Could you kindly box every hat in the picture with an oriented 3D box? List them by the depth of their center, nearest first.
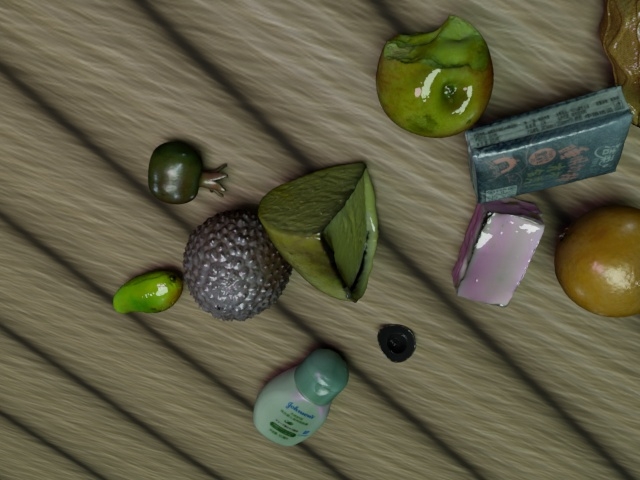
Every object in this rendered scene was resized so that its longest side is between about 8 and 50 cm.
[{"bbox_3d":[0.215,0.299,1.520,0.121,0.121,0.050,24,159,-7],"label":"hat"}]

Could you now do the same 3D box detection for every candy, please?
[{"bbox_3d":[0.442,0.030,1.315,0.155,0.116,0.265,11,119,0],"label":"candy"}]

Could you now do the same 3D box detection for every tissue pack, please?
[{"bbox_3d":[0.488,-0.193,1.143,0.316,0.103,0.228,-14,154,13],"label":"tissue pack"}]

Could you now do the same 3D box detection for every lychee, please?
[{"bbox_3d":[-0.204,0.070,1.322,0.300,0.300,0.300,3,119,5],"label":"lychee"}]

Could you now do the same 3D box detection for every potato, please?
[{"bbox_3d":[0.000,0.000,1.263,0.213,0.330,0.280,3,127,26],"label":"potato"}]

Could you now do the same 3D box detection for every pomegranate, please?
[{"bbox_3d":[-0.331,-0.164,1.304,0.191,0.131,0.152,2,115,-20],"label":"pomegranate"}]

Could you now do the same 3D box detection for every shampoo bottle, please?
[{"bbox_3d":[-0.049,0.470,1.594,0.222,0.151,0.349,34,116,-10],"label":"shampoo bottle"}]

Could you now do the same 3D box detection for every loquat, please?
[{"bbox_3d":[0.682,0.048,1.218,0.263,0.263,0.263,3,119,5],"label":"loquat"}]

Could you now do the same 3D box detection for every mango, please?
[{"bbox_3d":[-0.493,0.156,1.497,0.233,0.111,0.125,-25,109,20],"label":"mango"}]

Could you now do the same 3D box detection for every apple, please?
[{"bbox_3d":[0.237,-0.334,1.079,0.246,0.226,0.246,2,119,3],"label":"apple"}]

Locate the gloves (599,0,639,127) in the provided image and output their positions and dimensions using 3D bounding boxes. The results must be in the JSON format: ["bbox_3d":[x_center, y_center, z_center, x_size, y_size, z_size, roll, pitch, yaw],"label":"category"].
[{"bbox_3d":[0.672,-0.400,1.033,0.203,0.155,0.356,-18,112,11],"label":"gloves"}]
